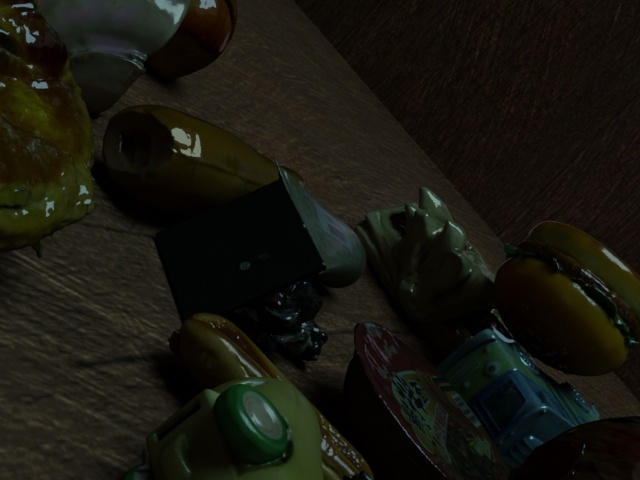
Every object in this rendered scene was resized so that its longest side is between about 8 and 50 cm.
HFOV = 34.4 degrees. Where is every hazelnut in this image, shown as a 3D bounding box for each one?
[{"bbox_3d":[-0.218,-0.338,1.599,0.182,0.182,0.182,43,15,-14],"label":"hazelnut"}]

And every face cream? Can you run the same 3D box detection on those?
[{"bbox_3d":[0.000,0.000,1.305,0.341,0.084,0.137,47,23,-77],"label":"face cream"}]

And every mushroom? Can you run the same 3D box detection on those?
[{"bbox_3d":[-0.273,-0.287,1.281,0.162,0.173,0.236,37,17,-25],"label":"mushroom"}]

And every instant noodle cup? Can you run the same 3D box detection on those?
[{"bbox_3d":[0.101,0.219,1.145,0.274,0.091,0.274,43,15,-15],"label":"instant noodle cup"}]

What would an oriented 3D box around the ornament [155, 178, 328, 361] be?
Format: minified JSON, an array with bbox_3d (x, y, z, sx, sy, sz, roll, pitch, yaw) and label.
[{"bbox_3d":[-0.057,0.076,1.128,0.166,0.153,0.196,-116,-179,-47],"label":"ornament"}]

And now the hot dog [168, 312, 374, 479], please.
[{"bbox_3d":[-0.042,0.166,0.930,0.249,0.068,0.100,47,4,-7],"label":"hot dog"}]

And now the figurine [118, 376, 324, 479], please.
[{"bbox_3d":[-0.017,0.234,0.730,0.222,0.124,0.324,37,20,-45],"label":"figurine"}]

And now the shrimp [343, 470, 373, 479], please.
[{"bbox_3d":[0.079,0.296,0.890,0.219,0.046,0.152,61,4,9],"label":"shrimp"}]

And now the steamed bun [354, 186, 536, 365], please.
[{"bbox_3d":[0.210,0.064,1.710,0.247,0.189,0.428,11,38,-54],"label":"steamed bun"}]

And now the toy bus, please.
[{"bbox_3d":[0.293,0.273,1.427,0.312,0.152,0.190,36,17,-38],"label":"toy bus"}]

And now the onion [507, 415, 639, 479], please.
[{"bbox_3d":[0.312,0.333,0.967,0.353,0.353,0.354,43,15,-14],"label":"onion"}]

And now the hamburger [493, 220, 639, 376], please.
[{"bbox_3d":[0.355,0.098,1.508,0.246,0.170,0.246,39,-12,10],"label":"hamburger"}]

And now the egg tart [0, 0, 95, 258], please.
[{"bbox_3d":[-0.308,-0.125,0.759,0.339,0.153,0.351,59,21,-11],"label":"egg tart"}]

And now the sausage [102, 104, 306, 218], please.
[{"bbox_3d":[-0.120,-0.075,1.248,0.134,0.116,0.354,4,-6,27],"label":"sausage"}]
